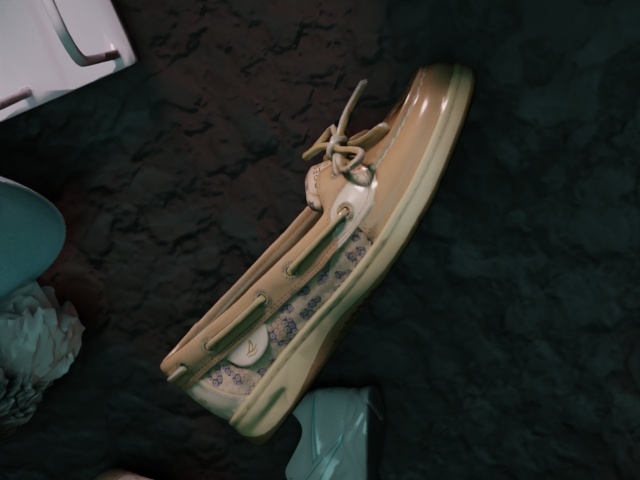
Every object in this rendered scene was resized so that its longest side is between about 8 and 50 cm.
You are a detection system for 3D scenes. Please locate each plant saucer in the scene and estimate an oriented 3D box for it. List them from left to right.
[{"bbox_3d":[-0.263,-0.003,1.033,0.195,0.195,0.037,-23,63,12],"label":"plant saucer"}]

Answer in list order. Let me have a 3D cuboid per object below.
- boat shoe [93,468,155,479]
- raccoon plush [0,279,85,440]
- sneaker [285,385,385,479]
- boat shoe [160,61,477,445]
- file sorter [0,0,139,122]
[{"bbox_3d":[-0.124,0.307,1.107,0.098,0.109,0.302,13,107,46],"label":"boat shoe"},{"bbox_3d":[-0.280,0.276,1.072,0.446,0.216,0.299,-33,103,12],"label":"raccoon plush"},{"bbox_3d":[0.010,0.170,1.082,0.061,0.054,0.152,3,96,17],"label":"sneaker"},{"bbox_3d":[0.000,0.000,1.018,0.089,0.104,0.285,32,104,-2],"label":"boat shoe"},{"bbox_3d":[-0.284,-0.140,0.979,0.278,0.173,0.193,-23,98,4],"label":"file sorter"}]
